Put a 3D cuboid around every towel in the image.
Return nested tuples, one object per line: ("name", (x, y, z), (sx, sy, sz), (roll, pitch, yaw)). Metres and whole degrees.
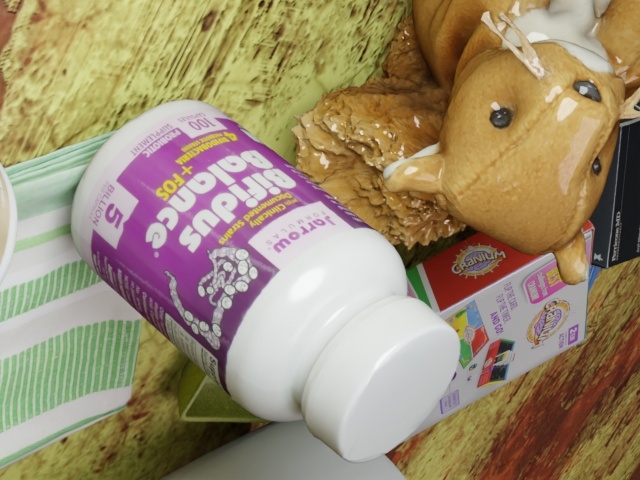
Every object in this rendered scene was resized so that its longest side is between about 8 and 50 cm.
("towel", (-0.235, 0.064, 1.331), (0.248, 0.038, 0.324), (-25, 142, -40))

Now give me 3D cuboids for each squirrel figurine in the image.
("squirrel figurine", (0.156, -0.116, 1.360), (0.397, 0.281, 0.370), (-43, -153, 45))

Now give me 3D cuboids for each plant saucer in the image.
("plant saucer", (-0.059, 0.098, 1.629), (0.188, 0.045, 0.188), (-58, 152, 11))

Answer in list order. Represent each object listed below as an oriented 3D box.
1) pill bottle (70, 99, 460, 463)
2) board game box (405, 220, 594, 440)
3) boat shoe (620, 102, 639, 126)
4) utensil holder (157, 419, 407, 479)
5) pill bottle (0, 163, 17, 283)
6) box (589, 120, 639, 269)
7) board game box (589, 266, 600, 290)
("pill bottle", (-0.042, 0.032, 1.224), (0.169, 0.301, 0.169), (-34, 146, -28))
("board game box", (0.147, 0.101, 1.738), (0.317, 0.064, 0.242), (-27, 148, -12))
("boat shoe", (0.307, -0.180, 1.656), (0.335, 0.121, 0.119), (-27, -173, 11))
("utensil holder", (-0.103, 0.389, 1.615), (0.385, 0.327, 0.327), (-24, 141, -45))
("pill bottle", (-0.317, -0.032, 0.968), (0.153, 0.153, 0.265), (-53, 152, 3))
("box", (0.344, -0.115, 1.834), (0.184, 0.103, 0.261), (-15, 112, -52))
("board game box", (0.321, -0.036, 1.937), (0.145, 0.027, 0.281), (48, 63, -42))
